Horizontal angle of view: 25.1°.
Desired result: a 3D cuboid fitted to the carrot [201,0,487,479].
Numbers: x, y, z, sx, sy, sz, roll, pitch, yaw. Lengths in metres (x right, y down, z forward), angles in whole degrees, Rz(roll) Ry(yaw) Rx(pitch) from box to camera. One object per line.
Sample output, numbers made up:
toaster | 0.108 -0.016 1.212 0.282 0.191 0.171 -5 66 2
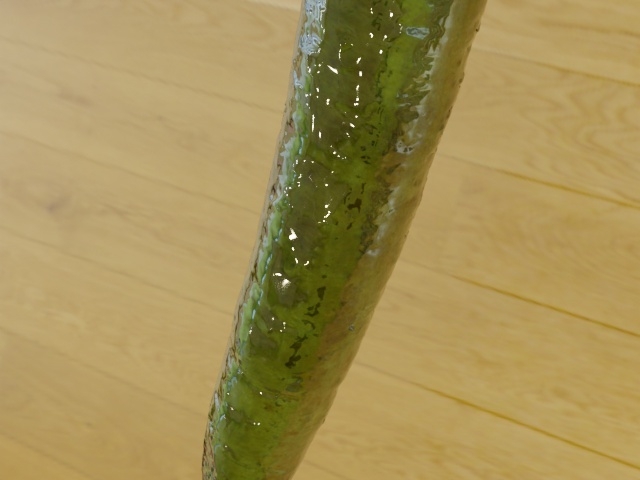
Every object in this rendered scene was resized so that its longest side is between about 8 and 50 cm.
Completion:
carrot | 0.000 0.000 0.636 0.074 0.074 0.359 40 128 33
